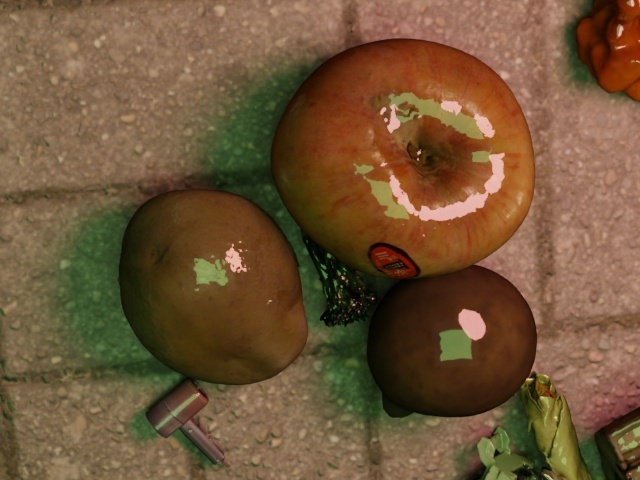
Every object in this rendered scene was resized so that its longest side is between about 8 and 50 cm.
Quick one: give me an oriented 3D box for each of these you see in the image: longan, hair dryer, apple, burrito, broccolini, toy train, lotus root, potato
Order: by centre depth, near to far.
[{"bbox_3d":[0.083,-0.080,1.384,0.260,0.194,0.261,0,89,-15],"label":"apple"},{"bbox_3d":[-0.108,0.052,1.421,0.178,0.160,0.235,-17,126,36],"label":"potato"},{"bbox_3d":[0.133,0.116,1.466,0.185,0.159,0.204,20,125,-30],"label":"longan"},{"bbox_3d":[0.008,-0.005,1.474,0.058,0.074,0.201,-20,95,-38],"label":"broccolini"},{"bbox_3d":[-0.131,0.209,1.517,0.063,0.037,0.114,-39,112,1],"label":"hair dryer"},{"bbox_3d":[0.398,0.273,1.547,0.119,0.138,0.235,-31,105,-5],"label":"lotus root"},{"bbox_3d":[0.282,0.283,1.549,0.054,0.104,0.288,-18,106,17],"label":"burrito"},{"bbox_3d":[0.195,0.295,1.554,0.081,0.099,0.149,28,108,21],"label":"toy train"}]

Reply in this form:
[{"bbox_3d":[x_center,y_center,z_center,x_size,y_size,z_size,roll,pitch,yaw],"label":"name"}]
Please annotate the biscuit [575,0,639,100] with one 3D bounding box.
[{"bbox_3d":[0.451,-0.245,1.444,0.312,0.110,0.318,31,98,-14],"label":"biscuit"}]
